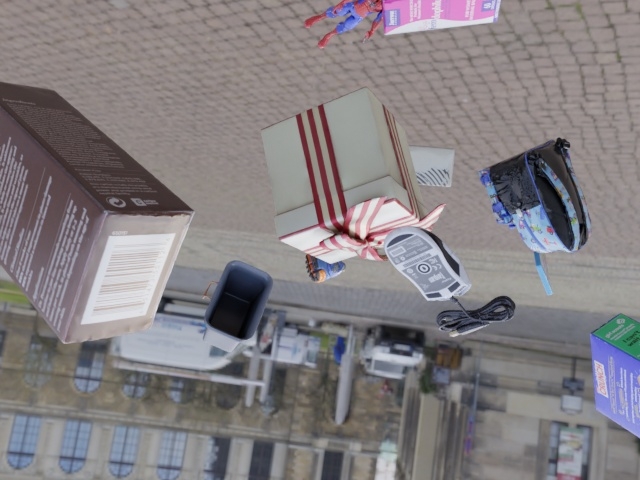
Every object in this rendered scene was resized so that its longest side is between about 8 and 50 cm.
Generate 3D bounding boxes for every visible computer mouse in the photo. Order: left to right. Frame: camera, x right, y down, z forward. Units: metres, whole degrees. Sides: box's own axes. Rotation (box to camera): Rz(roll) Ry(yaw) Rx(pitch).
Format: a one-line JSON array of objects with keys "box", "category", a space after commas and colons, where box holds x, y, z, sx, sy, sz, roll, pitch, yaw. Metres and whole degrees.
[{"box": [0.157, 0.044, 0.899, 0.106, 0.042, 0.193, -25, 116, 35], "category": "computer mouse"}]

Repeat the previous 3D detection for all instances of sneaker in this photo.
[{"box": [0.000, 0.000, 1.684, 0.087, 0.221, 0.083, -2, 153, -23], "category": "sneaker"}]

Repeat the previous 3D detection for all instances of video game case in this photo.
[{"box": [0.558, 0.039, 1.778, 0.015, 0.166, 0.119, -15, 132, 22], "category": "video game case"}]

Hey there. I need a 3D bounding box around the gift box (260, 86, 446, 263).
[{"box": [0.065, -0.103, 1.280, 0.276, 0.258, 0.255, -19, 161, 25], "category": "gift box"}]

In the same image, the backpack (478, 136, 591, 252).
[{"box": [0.347, -0.058, 1.104, 0.117, 0.173, 0.158, -23, -178, 41], "category": "backpack"}]

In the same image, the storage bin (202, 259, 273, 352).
[{"box": [-0.151, 0.115, 1.163, 0.098, 0.135, 0.091, 24, 142, -7], "category": "storage bin"}]

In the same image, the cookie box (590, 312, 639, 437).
[{"box": [0.279, 0.124, 0.578, 0.040, 0.091, 0.107, -27, -149, -19], "category": "cookie box"}]

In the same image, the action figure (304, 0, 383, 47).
[{"box": [0.057, -0.490, 1.563, 0.280, 0.139, 0.091, -11, 124, 50], "category": "action figure"}]

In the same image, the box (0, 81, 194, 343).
[{"box": [-0.354, -0.052, 0.947, 0.381, 0.191, 0.143, 38, -156, 30], "category": "box"}]

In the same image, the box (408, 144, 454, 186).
[{"box": [0.180, -0.186, 1.694, 0.275, 0.094, 0.113, 5, -175, 7], "category": "box"}]

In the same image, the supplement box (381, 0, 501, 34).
[{"box": [0.221, -0.474, 1.314, 0.220, 0.113, 0.111, -5, 162, 6], "category": "supplement box"}]
